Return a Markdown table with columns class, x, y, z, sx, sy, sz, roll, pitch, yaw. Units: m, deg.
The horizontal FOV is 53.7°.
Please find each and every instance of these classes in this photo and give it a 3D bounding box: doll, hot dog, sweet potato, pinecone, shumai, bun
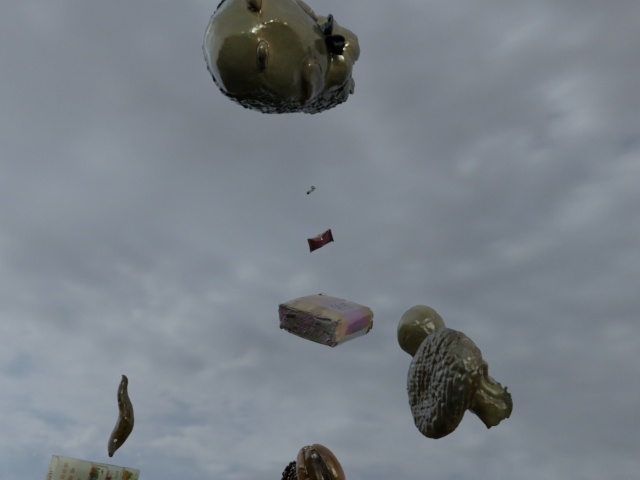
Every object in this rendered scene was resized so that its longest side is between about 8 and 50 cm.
| class | x | y | z | sx | sy | sz | roll | pitch | yaw |
| --- | --- | --- | --- | --- | --- | --- | --- | --- | --- |
| doll | -0.059 | -0.354 | 1.229 | 0.247 | 0.247 | 0.350 | -16 | -13 | 27 |
| hot dog | 0.001 | 0.446 | 1.163 | 0.090 | 0.140 | 0.060 | -19 | -9 | 19 |
| sweet potato | -0.610 | 0.544 | 1.963 | 0.069 | 0.249 | 0.059 | 6 | -21 | -7 |
| pinecone | -0.065 | 0.696 | 1.859 | 0.102 | 0.102 | 0.109 | 9 | -17 | -3 |
| shumai | 0.263 | 0.274 | 1.195 | 0.153 | 0.209 | 0.161 | 11 | 1 | -20 |
| bun | 0.340 | 0.304 | 2.070 | 0.113 | 0.167 | 0.173 | 10 | -43 | 56 |

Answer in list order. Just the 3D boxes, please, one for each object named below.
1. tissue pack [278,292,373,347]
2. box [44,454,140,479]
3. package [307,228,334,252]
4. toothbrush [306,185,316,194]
| class | x | y | z | sx | sy | sz | roll | pitch | yaw |
| --- | --- | --- | --- | --- | --- | --- | --- | --- | --- |
| tissue pack | 0.016 | 0.244 | 1.931 | 0.215 | 0.122 | 0.257 | 13 | 10 | 26 |
| box | -0.475 | 0.521 | 1.307 | 0.032 | 0.122 | 0.220 | -6 | -27 | 32 |
| package | 0.000 | 0.000 | 1.927 | 0.083 | 0.029 | 0.059 | -25 | -46 | -11 |
| toothbrush | -0.027 | -0.142 | 1.786 | 0.014 | 0.167 | 0.011 | 43 | -79 | -2 |
